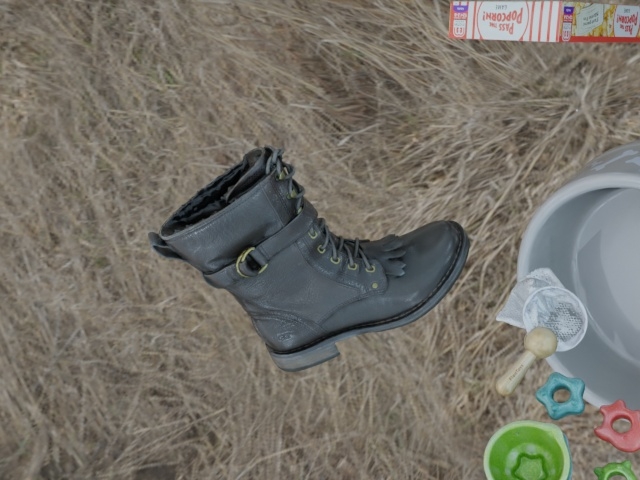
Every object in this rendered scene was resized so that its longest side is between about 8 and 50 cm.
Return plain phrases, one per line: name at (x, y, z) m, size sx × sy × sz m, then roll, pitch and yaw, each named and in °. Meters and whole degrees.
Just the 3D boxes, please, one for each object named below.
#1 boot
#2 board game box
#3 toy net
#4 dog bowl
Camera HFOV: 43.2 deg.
boot at (0.000, 0.000, 0.772) m, size 0.263 × 0.091 × 0.229 m, roll -32°, pitch 126°, yaw -1°
board game box at (0.268, -0.256, 0.945) m, size 0.147 × 0.194 × 0.045 m, roll 17°, pitch 112°, yaw 45°
toy net at (0.204, 0.113, 0.687) m, size 0.122 × 0.045 × 0.232 m, roll -8°, pitch 54°, yaw 23°
dog bowl at (0.384, 0.060, 0.946) m, size 0.349 × 0.102 × 0.348 m, roll 25°, pitch 124°, yaw 44°
